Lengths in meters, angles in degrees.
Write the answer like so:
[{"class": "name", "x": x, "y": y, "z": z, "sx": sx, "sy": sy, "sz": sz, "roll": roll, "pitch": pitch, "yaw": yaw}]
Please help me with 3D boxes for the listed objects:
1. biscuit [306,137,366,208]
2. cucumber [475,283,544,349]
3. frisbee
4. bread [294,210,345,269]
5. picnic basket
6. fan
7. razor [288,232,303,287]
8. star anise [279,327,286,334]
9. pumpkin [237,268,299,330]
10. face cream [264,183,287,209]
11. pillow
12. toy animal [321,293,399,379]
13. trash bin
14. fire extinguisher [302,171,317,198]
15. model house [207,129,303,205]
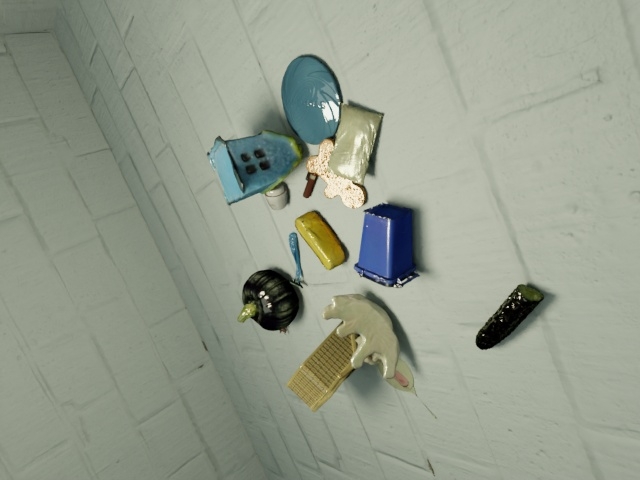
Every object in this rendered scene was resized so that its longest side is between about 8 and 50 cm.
[{"class": "biscuit", "x": 0.064, "y": -0.214, "z": 1.398, "sx": 0.250, "sy": 0.036, "sz": 0.165, "roll": 49, "pitch": 128, "yaw": 5}, {"class": "cucumber", "x": 0.509, "y": 0.231, "z": 1.148, "sx": 0.072, "sy": 0.072, "sz": 0.299, "roll": 41, "pitch": 140, "yaw": 25}, {"class": "frisbee", "x": -0.047, "y": -0.458, "z": 1.373, "sx": 0.290, "sy": 0.049, "sz": 0.289, "roll": 28, "pitch": 132, "yaw": 37}, {"class": "bread", "x": 0.000, "y": 0.000, "z": 1.579, "sx": 0.245, "sy": 0.095, "sz": 0.102, "roll": 53, "pitch": 151, "yaw": 12}, {"class": "picnic basket", "x": 0.043, "y": 0.510, "z": 1.676, "sx": 0.175, "sy": 0.313, "sz": 0.228, "roll": 40, "pitch": 138, "yaw": 12}, {"class": "fan", "x": 0.338, "y": 0.570, "z": 1.608, "sx": 0.310, "sy": 0.010, "sz": 0.182, "roll": 47, "pitch": 140, "yaw": 20}, {"class": "razor", "x": -0.110, "y": 0.084, "z": 1.798, "sx": 0.082, "sy": 0.042, "sz": 0.252, "roll": 18, "pitch": 123, "yaw": 42}, {"class": "star anise", "x": -0.211, "y": 0.417, "z": 2.126, "sx": 0.141, "sy": 0.042, "sz": 0.140, "roll": 30, "pitch": 136, "yaw": 34}, {"class": "pumpkin", "x": -0.257, "y": 0.285, "z": 1.908, "sx": 0.296, "sy": 0.296, "sz": 0.295, "roll": 28, "pitch": 132, "yaw": 37}, {"class": "face cream", "x": -0.178, "y": -0.178, "z": 1.672, "sx": 0.091, "sy": 0.091, "sz": 0.094, "roll": 24, "pitch": 138, "yaw": 39}, {"class": "pillow", "x": 0.101, "y": -0.298, "z": 1.281, "sx": 0.148, "sy": 0.050, "sz": 0.229, "roll": 27, "pitch": 122, "yaw": 24}, {"class": "toy animal", "x": 0.147, "y": 0.332, "z": 1.541, "sx": 0.308, "sy": 0.188, "sz": 0.265, "roll": 14, "pitch": 93, "yaw": 3}, {"class": "trash bin", "x": 0.215, "y": 0.015, "z": 1.289, "sx": 0.184, "sy": 0.163, "sz": 0.234, "roll": 21, "pitch": 122, "yaw": 40}, {"class": "fire extinguisher", "x": -0.035, "y": -0.231, "z": 1.524, "sx": 0.173, "sy": 0.035, "sz": 0.048, "roll": 115, "pitch": 157, "yaw": -47}, {"class": "model house", "x": -0.222, "y": -0.275, "z": 1.502, "sx": 0.237, "sy": 0.304, "sz": 0.215, "roll": -15, "pitch": 93, "yaw": 63}]
